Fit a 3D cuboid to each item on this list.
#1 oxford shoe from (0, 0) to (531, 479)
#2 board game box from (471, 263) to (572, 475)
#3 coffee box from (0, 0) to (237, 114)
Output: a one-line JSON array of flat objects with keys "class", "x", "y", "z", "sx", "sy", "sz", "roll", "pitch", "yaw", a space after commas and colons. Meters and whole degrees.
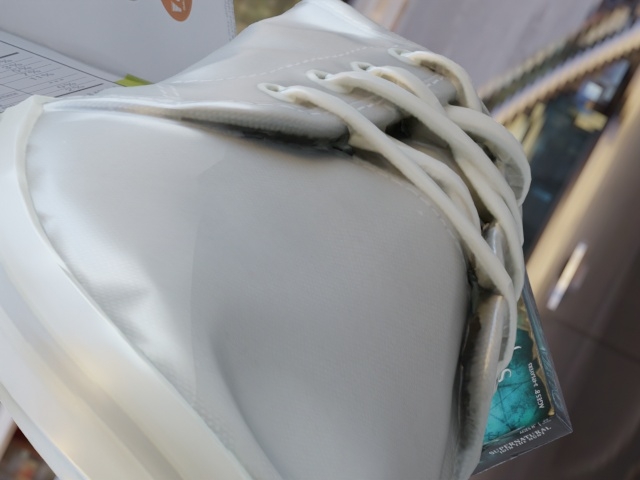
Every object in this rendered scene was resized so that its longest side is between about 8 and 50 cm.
[{"class": "oxford shoe", "x": 0.000, "y": 0.000, "z": 0.590, "sx": 0.130, "sy": 0.169, "sz": 0.449, "roll": -35, "pitch": 5, "yaw": 10}, {"class": "board game box", "x": 0.065, "y": 0.055, "z": 1.116, "sx": 0.126, "sy": 0.026, "sz": 0.186, "roll": -28, "pitch": 47, "yaw": 18}, {"class": "coffee box", "x": -0.276, "y": -0.215, "z": 1.082, "sx": 0.334, "sy": 0.338, "sz": 0.337, "roll": 14, "pitch": -114, "yaw": -67}]
